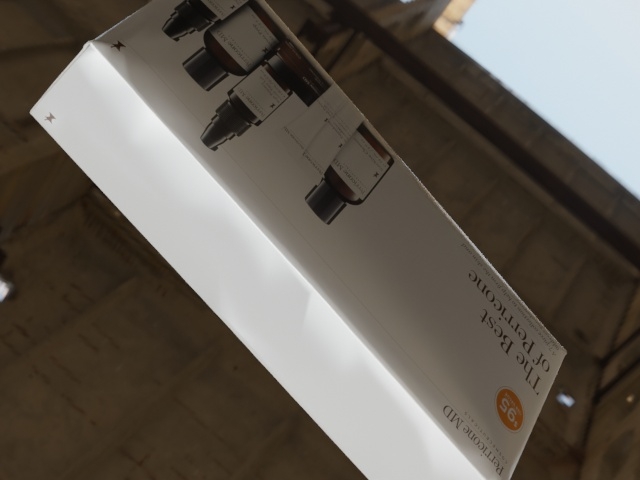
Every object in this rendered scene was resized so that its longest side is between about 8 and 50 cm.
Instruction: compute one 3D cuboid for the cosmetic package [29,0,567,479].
[{"bbox_3d":[0.000,0.000,0.439,0.239,0.060,0.099,48,-134,-9],"label":"cosmetic package"}]
